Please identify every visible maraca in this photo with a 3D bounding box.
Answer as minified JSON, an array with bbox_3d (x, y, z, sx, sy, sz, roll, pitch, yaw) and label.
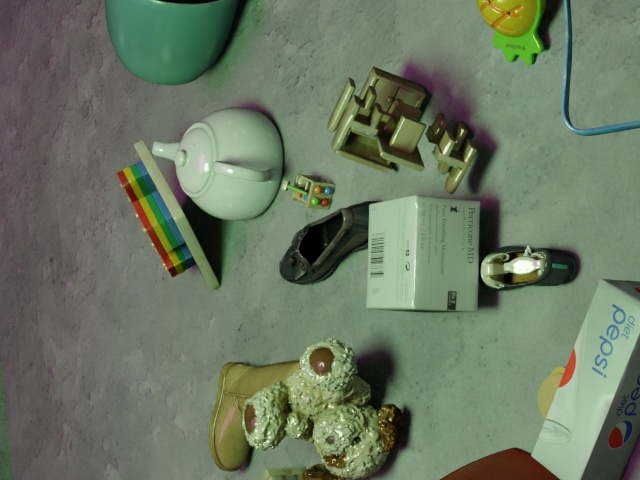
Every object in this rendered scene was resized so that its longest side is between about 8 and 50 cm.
[{"bbox_3d":[0.296,-0.361,1.814,0.127,0.099,0.185,23,132,54],"label":"maraca"}]

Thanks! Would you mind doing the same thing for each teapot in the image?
[{"bbox_3d":[-0.207,-0.158,2.392,0.256,0.187,0.252,-45,53,41],"label":"teapot"}]

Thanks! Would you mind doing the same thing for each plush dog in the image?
[{"bbox_3d":[0.028,0.315,2.065,0.262,0.211,0.225,-41,72,23],"label":"plush dog"}]

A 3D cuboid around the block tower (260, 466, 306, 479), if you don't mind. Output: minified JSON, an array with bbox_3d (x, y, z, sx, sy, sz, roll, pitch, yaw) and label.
[{"bbox_3d":[-0.028,0.585,2.165,0.097,0.091,0.335,-52,48,36],"label":"block tower"}]

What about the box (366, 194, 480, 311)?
[{"bbox_3d":[0.164,0.025,1.903,0.182,0.119,0.180,171,101,-67],"label":"box"}]

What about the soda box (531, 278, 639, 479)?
[{"bbox_3d":[0.398,0.200,1.625,0.098,0.091,0.286,38,117,48],"label":"soda box"}]

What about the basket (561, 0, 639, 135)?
[{"bbox_3d":[0.447,-0.264,1.482,0.289,0.201,0.254,0,85,22],"label":"basket"}]

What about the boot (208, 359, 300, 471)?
[{"bbox_3d":[-0.111,0.348,2.301,0.269,0.089,0.236,-3,85,52],"label":"boot"}]

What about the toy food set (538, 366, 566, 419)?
[{"bbox_3d":[0.353,0.236,1.741,0.082,0.020,0.083,-57,46,33],"label":"toy food set"}]

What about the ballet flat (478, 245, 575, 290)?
[{"bbox_3d":[0.294,0.041,1.797,0.203,0.074,0.074,-6,82,53],"label":"ballet flat"}]

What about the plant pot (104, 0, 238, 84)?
[{"bbox_3d":[-0.323,-0.476,2.511,0.293,0.293,0.235,56,145,40],"label":"plant pot"}]

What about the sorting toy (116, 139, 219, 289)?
[{"bbox_3d":[-0.335,-0.038,2.512,0.257,0.089,0.255,56,171,39],"label":"sorting toy"}]

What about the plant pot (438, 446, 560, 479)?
[{"bbox_3d":[0.260,0.463,1.666,0.267,0.236,0.267,16,99,53],"label":"plant pot"}]

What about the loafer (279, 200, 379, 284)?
[{"bbox_3d":[0.000,0.000,2.174,0.302,0.095,0.109,-32,62,48],"label":"loafer"}]

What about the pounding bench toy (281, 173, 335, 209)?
[{"bbox_3d":[-0.025,-0.092,2.226,0.065,0.083,0.052,29,110,51],"label":"pounding bench toy"}]

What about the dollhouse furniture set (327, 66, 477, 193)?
[{"bbox_3d":[0.111,-0.161,1.954,0.242,0.212,0.161,-98,30,-62],"label":"dollhouse furniture set"}]
